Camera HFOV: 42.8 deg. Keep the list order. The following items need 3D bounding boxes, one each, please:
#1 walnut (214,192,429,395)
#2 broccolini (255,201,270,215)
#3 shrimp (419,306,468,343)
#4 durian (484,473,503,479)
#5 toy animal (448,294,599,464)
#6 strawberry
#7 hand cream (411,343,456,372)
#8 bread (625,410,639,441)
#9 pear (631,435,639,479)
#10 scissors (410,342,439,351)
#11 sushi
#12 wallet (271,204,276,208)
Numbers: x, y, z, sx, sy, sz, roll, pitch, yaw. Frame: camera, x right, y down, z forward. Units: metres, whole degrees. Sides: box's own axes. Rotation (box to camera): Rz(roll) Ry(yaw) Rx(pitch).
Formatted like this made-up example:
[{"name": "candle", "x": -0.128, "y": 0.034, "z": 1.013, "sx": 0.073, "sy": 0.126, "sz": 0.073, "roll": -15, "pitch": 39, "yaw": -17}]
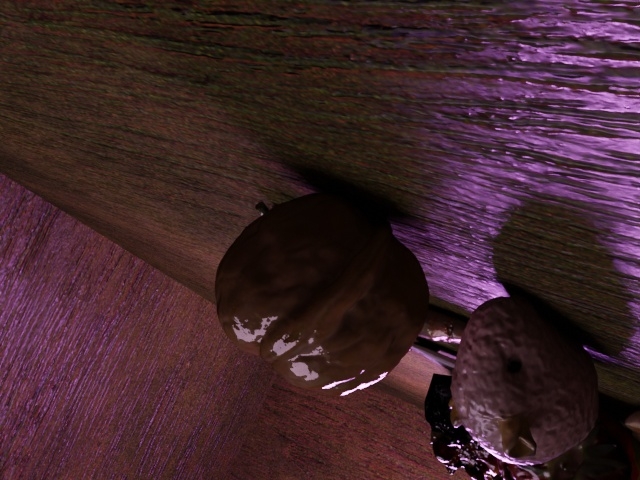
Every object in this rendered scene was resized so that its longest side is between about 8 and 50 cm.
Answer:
[{"name": "walnut", "x": 0.007, "y": 0.074, "z": 1.175, "sx": 0.296, "sy": 0.285, "sz": 0.285, "roll": 42, "pitch": 166, "yaw": -9}, {"name": "broccolini", "x": -0.032, "y": 0.007, "z": 1.374, "sx": 0.239, "sy": 0.051, "sz": 0.054, "roll": 39, "pitch": -152, "yaw": -38}, {"name": "shrimp", "x": 0.209, "y": 0.166, "z": 1.649, "sx": 0.294, "sy": 0.062, "sz": 0.154, "roll": 18, "pitch": 172, "yaw": 29}, {"name": "durian", "x": 0.566, "y": 0.585, "z": 2.138, "sx": 0.258, "sy": 0.293, "sz": 0.258, "roll": 47, "pitch": -175, "yaw": -5}, {"name": "toy animal", "x": 0.321, "y": 0.238, "z": 1.289, "sx": 0.358, "sy": 0.226, "sz": 0.188, "roll": 35, "pitch": 166, "yaw": -33}, {"name": "strawberry", "x": 0.514, "y": 0.460, "z": 1.706, "sx": 0.292, "sy": 0.291, "sz": 0.310, "roll": 22, "pitch": 163, "yaw": 22}, {"name": "hand cream", "x": 0.356, "y": 0.324, "z": 1.991, "sx": 0.336, "sy": 0.076, "sz": 0.121, "roll": 23, "pitch": 170, "yaw": 33}, {"name": "bread", "x": 0.721, "y": 0.390, "z": 1.513, "sx": 0.316, "sy": 0.054, "sz": 0.316, "roll": 25, "pitch": 167, "yaw": 6}, {"name": "pear", "x": 0.659, "y": 0.538, "z": 1.915, "sx": 0.269, "sy": 0.212, "sz": 0.212, "roll": 8, "pitch": 160, "yaw": 31}, {"name": "scissors", "x": 0.248, "y": 0.277, "z": 2.145, "sx": 0.088, "sy": 0.017, "sz": 0.220, "roll": 34, "pitch": 166, "yaw": -21}, {"name": "sushi", "x": 0.378, "y": 0.474, "z": 2.011, "sx": 0.227, "sy": 0.212, "sz": 0.215, "roll": 15, "pitch": -167, "yaw": -6}, {"name": "wallet", "x": 0.000, "y": 0.000, "z": 1.445, "sx": 0.198, "sy": 0.031, "sz": 0.110, "roll": 36, "pitch": 165, "yaw": -38}]
